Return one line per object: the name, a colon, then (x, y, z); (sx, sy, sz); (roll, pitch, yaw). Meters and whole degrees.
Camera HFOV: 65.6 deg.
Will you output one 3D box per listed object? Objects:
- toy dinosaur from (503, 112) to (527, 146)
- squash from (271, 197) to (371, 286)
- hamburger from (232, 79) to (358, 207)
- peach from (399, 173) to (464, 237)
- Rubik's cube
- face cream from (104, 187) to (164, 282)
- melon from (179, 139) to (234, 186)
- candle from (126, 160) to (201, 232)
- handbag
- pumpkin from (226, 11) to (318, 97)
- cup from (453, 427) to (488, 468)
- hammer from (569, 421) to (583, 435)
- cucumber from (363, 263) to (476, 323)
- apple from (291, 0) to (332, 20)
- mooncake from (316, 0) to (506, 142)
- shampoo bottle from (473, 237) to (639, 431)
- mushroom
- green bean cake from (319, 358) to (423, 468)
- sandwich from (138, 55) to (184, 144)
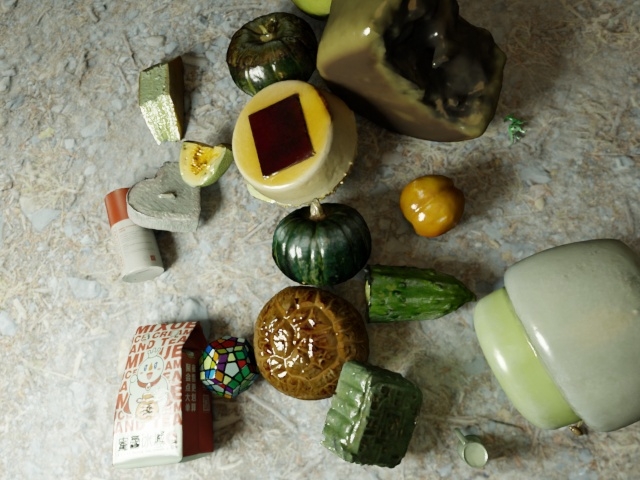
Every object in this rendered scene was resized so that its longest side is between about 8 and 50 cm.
toy dinosaur: (0.448, -0.262, 1.160); (0.083, 0.021, 0.062); (-41, 66, -7)
squash: (0.002, 0.005, 1.067); (0.218, 0.172, 0.218); (0, 47, 1)
hamburger: (-0.056, -0.219, 1.132); (0.302, 0.170, 0.301); (-4, 79, 23)
peach: (0.247, -0.080, 1.088); (0.138, 0.138, 0.138); (-2, 75, 8)
Rubik's cube: (-0.196, 0.271, 1.066); (0.112, 0.133, 0.133); (-21, 73, 7)
face cream: (-0.451, -0.014, 1.197); (0.096, 0.096, 0.214); (-21, 73, 3)
melon: (-0.267, -0.178, 1.178); (0.160, 0.079, 0.128); (17, 81, 35)
candle: (-0.352, -0.092, 1.184); (0.168, 0.068, 0.192); (44, 57, 5)
handbag: (-0.337, 0.321, 1.066); (0.171, 0.151, 0.297); (-12, 70, 11)
pumpkin: (-0.119, -0.453, 1.206); (0.238, 0.159, 0.237); (-9, 47, 10)
cup: (0.297, 0.405, 0.975); (0.055, 0.083, 0.074); (-11, 72, 7)
hammer: (0.535, 0.332, 0.995); (0.029, 0.014, 0.122); (30, 79, 6)
cucumber: (0.210, 0.114, 1.053); (0.245, 0.134, 0.134); (1, 75, -1)
apple: (0.046, -0.697, 1.185); (0.339, 0.338, 0.304); (-12, 89, 6)
mooncake: (0.195, -0.399, 1.041); (0.394, 0.394, 0.246); (15, 77, 12)
shampoo bottle: (0.466, 0.164, 0.881); (0.318, 0.322, 0.322); (-30, 72, 23)
mushroom: (-0.025, 0.214, 1.047); (0.253, 0.153, 0.252); (-1, 85, 13)
green bean cake: (0.107, 0.341, 0.968); (0.094, 0.173, 0.181); (9, 75, 54)
sandwich: (-0.411, -0.384, 1.293); (0.094, 0.096, 0.257); (-12, 71, 11)
